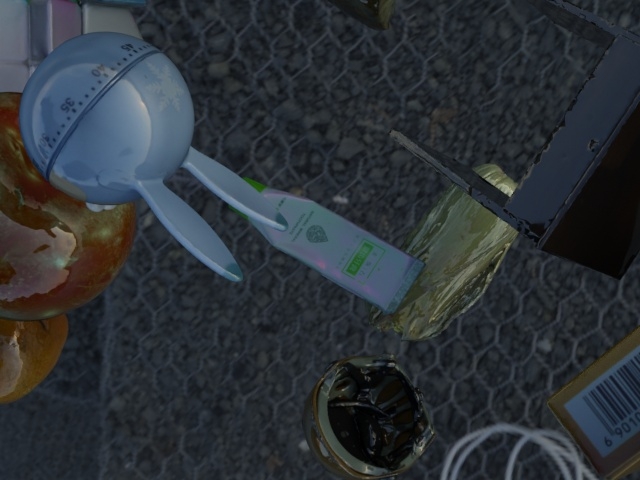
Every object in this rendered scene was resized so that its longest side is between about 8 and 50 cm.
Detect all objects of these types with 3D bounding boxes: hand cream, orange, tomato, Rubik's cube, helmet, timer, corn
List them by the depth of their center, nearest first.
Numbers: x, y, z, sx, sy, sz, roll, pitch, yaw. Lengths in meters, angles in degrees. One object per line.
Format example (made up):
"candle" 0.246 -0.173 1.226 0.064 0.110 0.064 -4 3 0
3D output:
"timer" -0.170 -0.070 0.982 0.175 0.175 0.255 -23 106 27
"tomato" -0.355 -0.028 1.224 0.270 0.270 0.222 42 123 2
"hand cream" 0.000 0.001 1.399 0.275 0.050 0.079 30 103 19
"orange" -0.481 0.134 1.447 0.249 0.249 0.183 24 128 12
"Rubik's cube" -0.479 -0.312 1.583 0.358 0.368 0.387 8 157 40
"corn" 0.190 0.024 1.585 0.123 0.122 0.305 37 88 -23
"helmet" 0.058 0.284 1.624 0.198 0.224 0.130 60 141 14

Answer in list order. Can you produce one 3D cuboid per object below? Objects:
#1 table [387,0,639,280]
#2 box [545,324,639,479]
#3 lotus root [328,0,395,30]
"table" 0.274 -0.141 1.244 0.282 0.196 0.250 42 107 40
"box" 0.470 0.085 1.136 0.415 0.264 0.115 -46 64 23
"lotus root" 0.020 -0.463 1.526 0.210 0.142 0.314 -50 63 24
